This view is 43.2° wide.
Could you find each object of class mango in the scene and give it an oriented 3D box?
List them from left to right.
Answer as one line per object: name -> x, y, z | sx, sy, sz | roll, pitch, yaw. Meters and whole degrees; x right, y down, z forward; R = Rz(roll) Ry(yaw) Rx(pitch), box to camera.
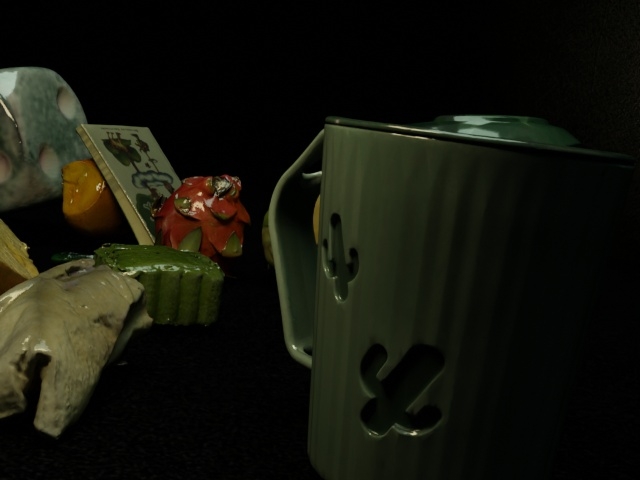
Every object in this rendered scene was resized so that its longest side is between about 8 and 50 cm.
mango -> -0.517, -0.089, 1.969 | 0.138, 0.187, 0.257 | 8, -9, 18

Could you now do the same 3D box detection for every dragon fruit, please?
dragon fruit -> -0.259, -0.031, 1.749 | 0.224, 0.227, 0.224 | 0, 12, 0

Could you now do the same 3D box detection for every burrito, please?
burrito -> -0.330, 0.117, 0.962 | 0.190, 0.135, 0.332 | 15, 12, 1

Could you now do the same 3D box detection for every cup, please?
cup -> 0.123, 0.050, 0.894 | 0.310, 0.392, 0.401 | 5, 9, -18

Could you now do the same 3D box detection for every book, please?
book -> -0.403, -0.120, 1.922 | 0.043, 0.370, 0.260 | -36, -9, 23

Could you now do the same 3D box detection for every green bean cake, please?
green bean cake -> -0.276, 0.073, 1.355 | 0.201, 0.113, 0.214 | 2, 9, -27

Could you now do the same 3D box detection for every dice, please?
dice -> -0.778, -0.228, 1.960 | 0.328, 0.330, 0.348 | -11, 5, 15

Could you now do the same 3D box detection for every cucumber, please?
cucumber -> -0.463, 0.046, 1.662 | 0.184, 0.033, 0.036 | 7, 33, -2

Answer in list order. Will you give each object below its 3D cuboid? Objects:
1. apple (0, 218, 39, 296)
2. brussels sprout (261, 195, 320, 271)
apple -> -0.543, 0.013, 1.087 | 0.314, 0.252, 0.309 | -4, 25, -28
brussels sprout -> 0.002, -0.002, 1.793 | 0.260, 0.227, 0.294 | 1, -17, 2
